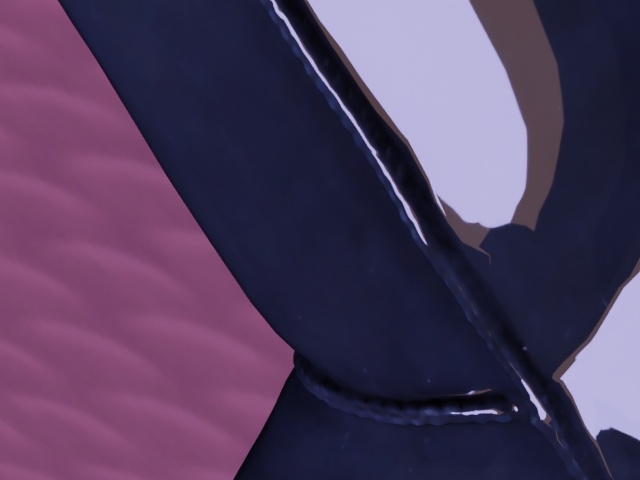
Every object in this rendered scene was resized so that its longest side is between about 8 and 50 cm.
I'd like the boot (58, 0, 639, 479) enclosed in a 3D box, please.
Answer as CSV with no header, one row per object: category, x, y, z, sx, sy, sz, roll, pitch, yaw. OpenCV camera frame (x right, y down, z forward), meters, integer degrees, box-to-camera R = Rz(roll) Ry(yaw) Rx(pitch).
boot,0.000,0.000,0.385,0.246,0.094,0.207,-29,95,41
